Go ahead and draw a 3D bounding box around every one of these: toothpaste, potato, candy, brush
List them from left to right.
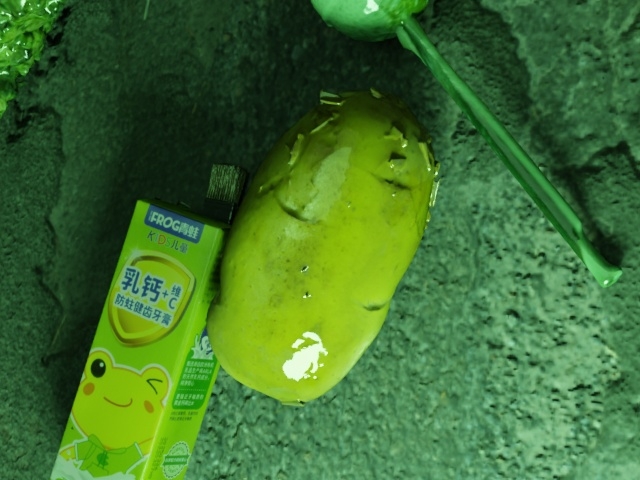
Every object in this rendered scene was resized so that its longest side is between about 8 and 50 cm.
[{"bbox_3d":[-0.168,0.127,1.403,0.110,0.077,0.327,20,94,31],"label":"toothpaste"},{"bbox_3d":[-0.111,0.004,1.440,0.043,0.014,0.170,11,87,33],"label":"brush"},{"bbox_3d":[0.000,0.000,1.304,0.173,0.140,0.300,28,101,24],"label":"potato"},{"bbox_3d":[0.130,-0.131,1.293,0.119,0.119,0.440,-41,72,17],"label":"candy"}]

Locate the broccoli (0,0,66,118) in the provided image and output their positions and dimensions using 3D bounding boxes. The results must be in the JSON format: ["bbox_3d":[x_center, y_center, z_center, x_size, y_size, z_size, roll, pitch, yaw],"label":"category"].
[{"bbox_3d":[-0.420,-0.288,1.535,0.338,0.317,0.277,-32,59,-8],"label":"broccoli"}]
